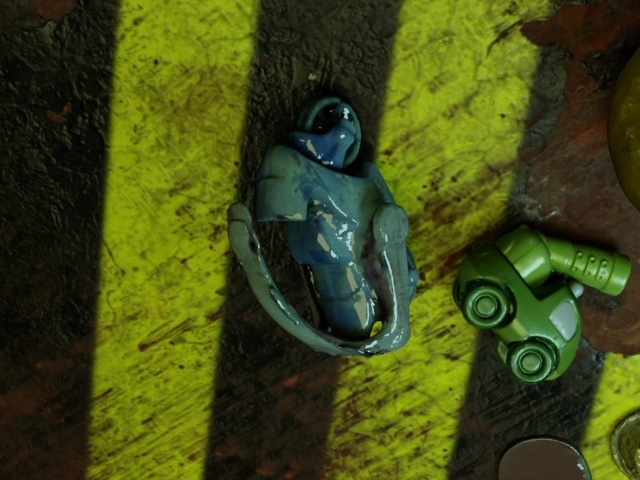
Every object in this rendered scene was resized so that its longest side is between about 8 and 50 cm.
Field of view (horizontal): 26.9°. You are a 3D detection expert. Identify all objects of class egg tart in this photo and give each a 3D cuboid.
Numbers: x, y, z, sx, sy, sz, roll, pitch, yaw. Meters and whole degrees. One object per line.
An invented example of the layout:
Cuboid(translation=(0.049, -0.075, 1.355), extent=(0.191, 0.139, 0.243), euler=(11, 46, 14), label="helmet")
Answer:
Cuboid(translation=(0.461, 0.293, 1.838), extent=(0.129, 0.049, 0.128), euler=(4, 116, 9), label="egg tart")

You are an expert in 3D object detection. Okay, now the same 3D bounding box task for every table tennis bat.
Cuboid(translation=(0.332, 0.381, 1.919), extent=(0.131, 0.022, 0.234), euler=(-12, 112, 14), label="table tennis bat")

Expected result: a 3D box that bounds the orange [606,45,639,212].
Cuboid(translation=(0.464, -0.128, 1.520), extent=(0.235, 0.279, 0.279), euler=(9, 122, -33), label="orange")

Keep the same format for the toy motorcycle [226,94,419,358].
Cuboid(translation=(0.019, -0.003, 1.666), extent=(0.182, 0.241, 0.319), euler=(-16, 111, 24), label="toy motorcycle")

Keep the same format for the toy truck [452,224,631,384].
Cuboid(translation=(0.272, 0.064, 1.715), extent=(0.187, 0.148, 0.210), euler=(34, 96, -4), label="toy truck")
